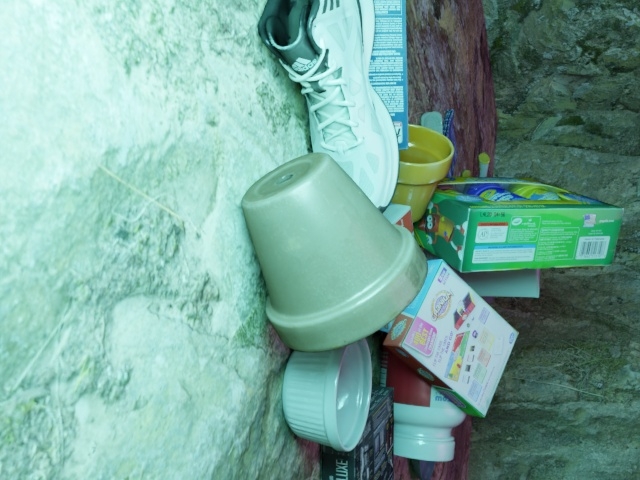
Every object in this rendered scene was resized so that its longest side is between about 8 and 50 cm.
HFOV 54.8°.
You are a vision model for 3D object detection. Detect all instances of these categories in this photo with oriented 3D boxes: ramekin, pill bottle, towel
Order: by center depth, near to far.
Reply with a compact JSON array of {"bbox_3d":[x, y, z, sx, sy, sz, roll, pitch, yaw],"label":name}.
[{"bbox_3d":[0.013,0.269,1.121,0.207,0.108,0.207,1,90,-68],"label":"ramekin"},{"bbox_3d":[0.270,0.346,1.605,0.229,0.228,0.408,27,66,-66],"label":"pill bottle"},{"bbox_3d":[0.499,-0.318,2.396,0.243,0.040,0.336,70,30,-44],"label":"towel"}]

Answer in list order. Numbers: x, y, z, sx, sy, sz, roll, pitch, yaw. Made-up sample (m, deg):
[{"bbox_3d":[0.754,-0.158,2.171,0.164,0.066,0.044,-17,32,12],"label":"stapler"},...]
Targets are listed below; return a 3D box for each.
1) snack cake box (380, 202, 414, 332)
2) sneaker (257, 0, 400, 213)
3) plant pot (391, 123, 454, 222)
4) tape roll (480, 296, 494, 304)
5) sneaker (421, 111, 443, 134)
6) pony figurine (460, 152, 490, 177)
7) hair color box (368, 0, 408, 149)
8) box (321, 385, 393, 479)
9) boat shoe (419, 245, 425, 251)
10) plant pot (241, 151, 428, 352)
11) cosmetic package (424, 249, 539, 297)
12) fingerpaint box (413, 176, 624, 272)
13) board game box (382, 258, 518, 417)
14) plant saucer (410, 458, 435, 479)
[{"bbox_3d":[0.152,0.062,1.436,0.152,0.089,0.265,-39,129,-40],"label":"snack cake box"},{"bbox_3d":[-0.005,-0.241,1.032,0.257,0.169,0.448,-15,97,-58],"label":"sneaker"},{"bbox_3d":[0.200,-0.151,1.479,0.205,0.205,0.188,-59,160,-51],"label":"plant pot"},{"bbox_3d":[0.509,0.167,2.206,0.219,0.219,0.072,-54,139,-55],"label":"tape roll"},{"bbox_3d":[0.361,-0.300,1.998,0.095,0.090,0.235,68,31,-63],"label":"sneaker"},{"bbox_3d":[0.655,-0.117,2.503,0.364,0.302,0.351,81,-6,-60],"label":"pony figurine"},{"bbox_3d":[0.100,-0.350,1.218,0.174,0.105,0.348,-136,-136,-79],"label":"hair color box"},{"bbox_3d":[0.090,0.484,1.370,0.307,0.076,0.243,-14,104,-68],"label":"box"},{"bbox_3d":[0.201,0.037,1.617,0.223,0.080,0.074,5,100,-56],"label":"boat shoe"},{"bbox_3d":[0.000,0.000,0.932,0.229,0.262,0.263,61,33,-23],"label":"plant pot"},{"bbox_3d":[0.458,0.064,1.849,0.217,0.384,0.156,-37,125,-62],"label":"cosmetic package"},{"bbox_3d":[0.473,-0.060,1.615,0.371,0.444,0.163,-136,-132,-65],"label":"fingerpaint box"},{"bbox_3d":[0.321,0.234,1.475,0.316,0.064,0.242,42,64,-22],"label":"board game box"},{"bbox_3d":[0.351,0.647,2.077,0.317,0.043,0.318,2,90,-68],"label":"plant saucer"}]
